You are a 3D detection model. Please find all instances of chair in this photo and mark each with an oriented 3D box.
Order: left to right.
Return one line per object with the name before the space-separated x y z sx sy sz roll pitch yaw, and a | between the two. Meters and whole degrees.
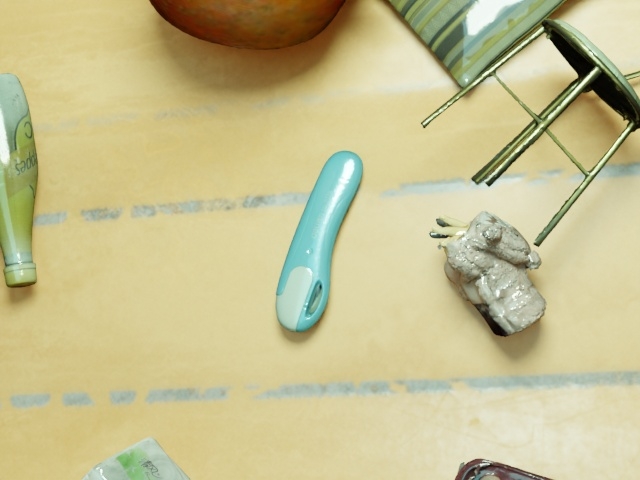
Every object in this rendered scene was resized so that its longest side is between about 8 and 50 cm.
chair | 0.284 -0.166 0.927 0.326 0.170 0.160 -43 44 9

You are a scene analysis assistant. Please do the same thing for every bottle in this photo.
bottle | -0.391 -0.074 1.123 0.083 0.083 0.269 -13 82 11

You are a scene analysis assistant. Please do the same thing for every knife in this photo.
knife | 0.000 0.000 1.046 0.064 0.031 0.222 16 82 19

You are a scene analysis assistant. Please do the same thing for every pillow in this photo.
pillow | 0.181 -0.314 1.037 0.208 0.052 0.212 -39 73 8

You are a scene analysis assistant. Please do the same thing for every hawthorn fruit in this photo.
hawthorn fruit | -0.054 -0.331 1.002 0.298 0.277 0.277 22 87 -4

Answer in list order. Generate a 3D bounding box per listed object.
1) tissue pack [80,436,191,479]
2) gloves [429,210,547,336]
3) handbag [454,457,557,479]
tissue pack | -0.166 0.347 0.993 0.229 0.145 0.159 51 128 15
gloves | 0.187 0.031 0.964 0.094 0.110 0.144 -26 106 1
handbag | 0.222 0.345 0.921 0.216 0.074 0.203 16 87 15
